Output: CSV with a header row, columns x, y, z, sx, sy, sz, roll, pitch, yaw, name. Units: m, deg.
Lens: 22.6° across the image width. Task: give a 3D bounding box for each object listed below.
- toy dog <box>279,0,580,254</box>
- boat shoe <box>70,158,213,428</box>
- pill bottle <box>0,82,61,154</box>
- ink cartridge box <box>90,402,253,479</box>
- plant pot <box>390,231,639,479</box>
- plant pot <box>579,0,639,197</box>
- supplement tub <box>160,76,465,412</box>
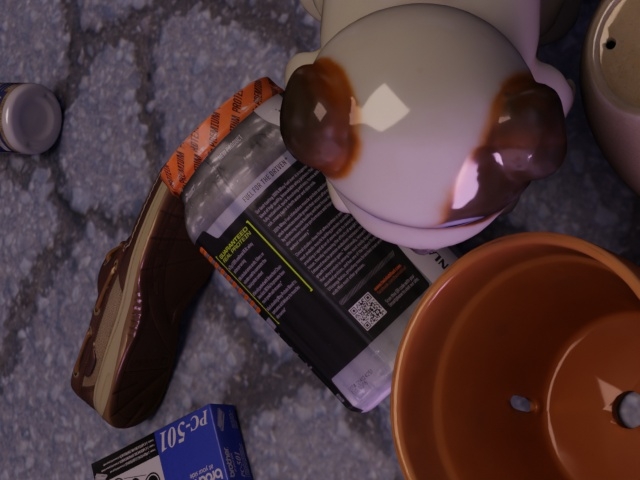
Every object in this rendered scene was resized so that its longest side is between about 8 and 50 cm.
x,y,z,sx,sy,sz,roll,pitch,yaw,name
0.110,-0.173,1.381,0.395,0.285,0.408,104,176,-48,toy dog
-0.216,0.046,1.897,0.123,0.123,0.342,27,106,38,boat shoe
-0.431,-0.162,2.122,0.169,0.094,0.094,5,85,40,pill bottle
-0.176,0.271,1.868,0.207,0.046,0.097,-30,66,32,ink cartridge box
0.237,0.150,1.448,0.291,0.203,0.291,-9,76,38,plant pot
0.341,-0.155,1.424,0.284,0.191,0.284,-9,76,39,plant pot
0.000,0.000,1.602,0.316,0.193,0.193,47,115,3,supplement tub
